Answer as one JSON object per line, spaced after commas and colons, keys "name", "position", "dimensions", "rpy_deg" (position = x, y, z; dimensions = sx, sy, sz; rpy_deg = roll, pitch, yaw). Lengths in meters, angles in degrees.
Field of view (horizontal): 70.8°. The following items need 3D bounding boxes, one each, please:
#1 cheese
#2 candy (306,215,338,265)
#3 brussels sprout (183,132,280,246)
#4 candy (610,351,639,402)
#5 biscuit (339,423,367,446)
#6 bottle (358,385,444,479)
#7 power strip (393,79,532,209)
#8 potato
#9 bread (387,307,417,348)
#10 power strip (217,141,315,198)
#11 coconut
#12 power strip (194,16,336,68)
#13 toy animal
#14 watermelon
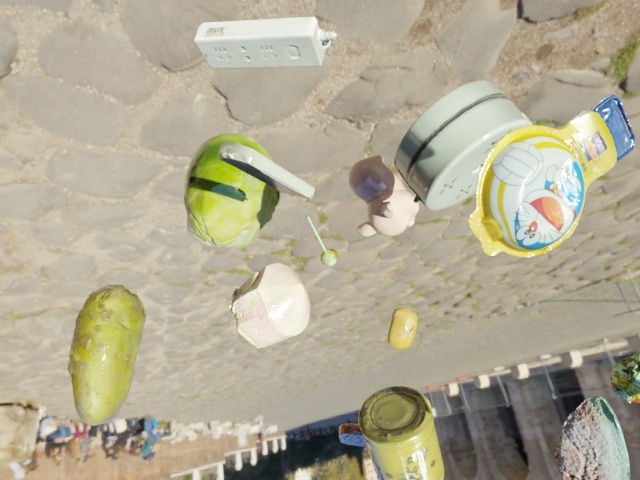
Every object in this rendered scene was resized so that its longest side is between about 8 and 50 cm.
{"name": "cheese", "position": [0.305, -0.085, 0.594], "dimensions": [0.270, 0.177, 0.069], "rpy_deg": [-38, -163, -8]}
{"name": "candy", "position": [0.000, 0.000, 1.447], "dimensions": [0.061, 0.061, 0.203], "rpy_deg": [-18, 121, 18]}
{"name": "brussels sprout", "position": [-0.258, -0.140, 1.302], "dimensions": [0.268, 0.344, 0.344], "rpy_deg": [5, 153, -24]}
{"name": "candy", "position": [0.731, 0.214, 0.961], "dimensions": [0.305, 0.083, 0.091], "rpy_deg": [-52, 171, -3]}
{"name": "biscuit", "position": [0.144, 0.538, 1.239], "dimensions": [0.186, 0.036, 0.192], "rpy_deg": [3, 148, 6]}
{"name": "bottle", "position": [0.212, 0.544, 1.089], "dimensions": [0.171, 0.352, 0.171], "rpy_deg": [-14, -159, 6]}
{"name": "power strip", "position": [0.367, -0.239, 1.210], "dimensions": [0.357, 0.161, 0.357], "rpy_deg": [-28, 158, -12]}
{"name": "potato", "position": [-0.379, 0.200, 0.786], "dimensions": [0.113, 0.252, 0.149], "rpy_deg": [15, 178, -24]}
{"name": "bread", "position": [0.237, 0.248, 1.267], "dimensions": [0.082, 0.115, 0.056], "rpy_deg": [22, 167, -23]}
{"name": "power strip", "position": [-0.086, -0.117, 0.792], "dimensions": [0.079, 0.029, 0.226], "rpy_deg": [17, 176, 34]}
{"name": "coconut", "position": [-0.147, 0.197, 1.392], "dimensions": [0.233, 0.233, 0.245], "rpy_deg": [12, 144, -41]}
{"name": "power strip", "position": [-0.126, -0.438, 1.004], "dimensions": [0.338, 0.058, 0.098], "rpy_deg": [5, 157, 17]}
{"name": "toy animal", "position": [0.240, -0.171, 1.756], "dimensions": [0.326, 0.269, 0.237], "rpy_deg": [38, 147, -8]}
{"name": "watermelon", "position": [0.416, 0.312, 0.683], "dimensions": [0.094, 0.180, 0.081], "rpy_deg": [10, -167, 20]}
